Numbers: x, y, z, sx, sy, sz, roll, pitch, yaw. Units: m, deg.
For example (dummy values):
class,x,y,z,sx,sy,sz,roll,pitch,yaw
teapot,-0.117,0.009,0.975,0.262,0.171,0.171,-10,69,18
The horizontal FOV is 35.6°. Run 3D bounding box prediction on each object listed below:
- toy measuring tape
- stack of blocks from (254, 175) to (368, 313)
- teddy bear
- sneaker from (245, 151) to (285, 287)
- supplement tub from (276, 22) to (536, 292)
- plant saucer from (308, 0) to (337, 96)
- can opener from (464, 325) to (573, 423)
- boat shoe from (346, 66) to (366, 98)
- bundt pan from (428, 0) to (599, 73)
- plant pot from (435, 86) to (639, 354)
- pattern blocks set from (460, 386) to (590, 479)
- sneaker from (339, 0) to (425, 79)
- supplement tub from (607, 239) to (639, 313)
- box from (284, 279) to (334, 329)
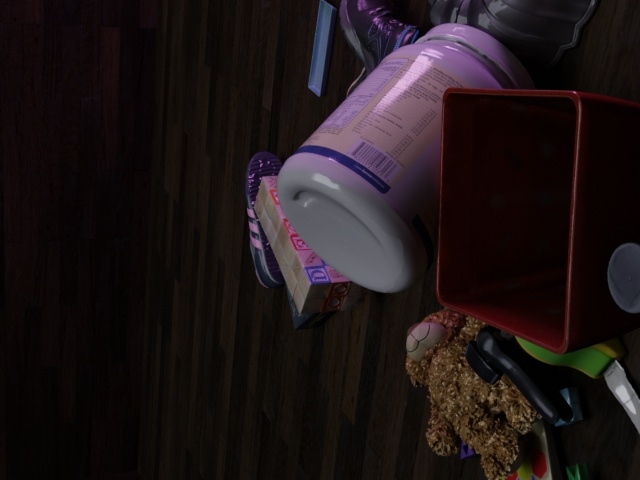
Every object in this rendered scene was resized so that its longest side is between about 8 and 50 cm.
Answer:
class,x,y,z,sx,sy,sz,roll,pitch,yaw
toy measuring tape,0.326,0.153,1.271,0.121,0.122,0.330,114,145,-47
stack of blocks,0.000,0.000,1.941,0.087,0.171,0.297,109,148,-41
teddy bear,0.218,0.208,1.485,0.338,0.113,0.245,-110,33,-45
sneaker,-0.132,-0.042,2.320,0.131,0.112,0.318,150,116,-61
supplement tub,0.123,-0.115,1.346,0.235,0.325,0.235,35,157,17
plant saucer,0.005,-0.400,2.077,0.067,0.018,0.192,-130,42,-55
can opener,0.270,0.179,1.334,0.186,0.059,0.073,43,132,42
boat shoe,0.089,-0.283,1.861,0.137,0.049,0.043,-57,44,47
bundt pan,0.247,-0.395,1.380,0.331,0.124,0.330,178,90,-66
plant pot,0.303,-0.040,1.146,0.267,0.236,0.267,-158,67,-65
pattern blocks set,0.295,0.330,1.460,0.325,0.026,0.285,152,119,-66
sneaker,0.132,-0.329,1.709,0.140,0.125,0.340,-35,53,31
supplement tub,0.389,0.032,1.002,0.106,0.198,0.106,176,90,-66
box,-0.025,0.057,2.148,0.183,0.059,0.232,133,129,-59
